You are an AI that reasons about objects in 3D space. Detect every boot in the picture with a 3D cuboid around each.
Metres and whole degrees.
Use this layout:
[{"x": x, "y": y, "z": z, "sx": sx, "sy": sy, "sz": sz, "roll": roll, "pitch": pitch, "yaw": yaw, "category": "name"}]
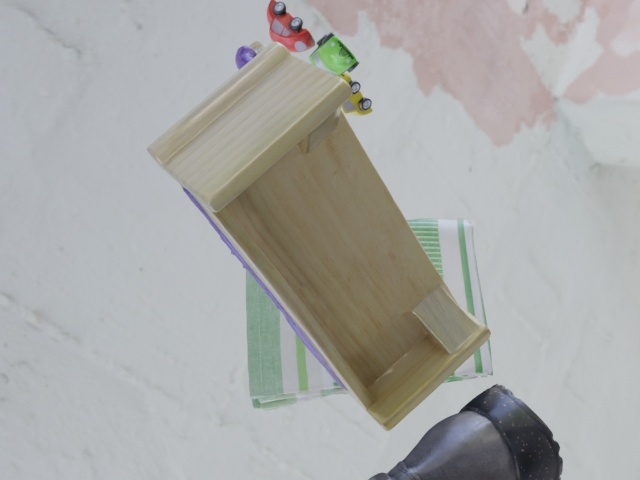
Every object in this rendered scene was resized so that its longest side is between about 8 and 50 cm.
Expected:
[{"x": 0.070, "y": 0.278, "z": 0.716, "sx": 0.222, "sy": 0.118, "sz": 0.338, "roll": -25, "pitch": -54, "yaw": -22, "category": "boot"}]

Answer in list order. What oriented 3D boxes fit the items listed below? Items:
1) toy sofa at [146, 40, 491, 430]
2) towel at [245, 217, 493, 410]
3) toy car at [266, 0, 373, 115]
[{"x": 0.000, "y": 0.000, "z": 0.839, "sx": 0.150, "sy": 0.177, "sz": 0.363, "roll": -42, "pitch": -50, "yaw": -8, "category": "toy sofa"}, {"x": 0.057, "y": 0.093, "z": 1.207, "sx": 0.038, "sy": 0.324, "sz": 0.248, "roll": 59, "pitch": -155, "yaw": -60, "category": "towel"}, {"x": 0.002, "y": -0.271, "z": 1.351, "sx": 0.053, "sy": 0.225, "sz": 0.239, "roll": -44, "pitch": -78, "yaw": -1, "category": "toy car"}]
